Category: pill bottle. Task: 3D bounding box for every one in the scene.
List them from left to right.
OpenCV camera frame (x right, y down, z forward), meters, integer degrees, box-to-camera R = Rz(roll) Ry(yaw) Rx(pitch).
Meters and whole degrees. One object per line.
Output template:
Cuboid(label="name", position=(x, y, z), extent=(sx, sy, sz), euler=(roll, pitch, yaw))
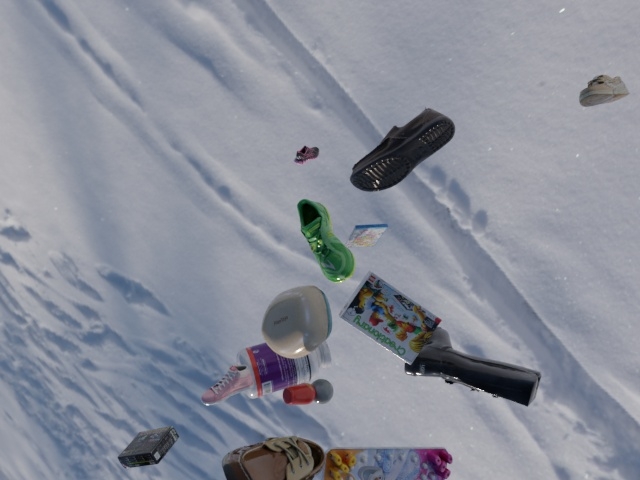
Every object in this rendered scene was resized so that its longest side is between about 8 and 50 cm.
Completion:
Cuboid(label="pill bottle", position=(-0.131, 0.445, 1.996), extent=(0.181, 0.323, 0.181), euler=(167, 90, -72))

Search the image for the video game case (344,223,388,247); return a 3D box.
Cuboid(label="video game case", position=(0.162, -0.016, 1.966), extent=(0.166, 0.119, 0.015), euler=(114, 150, -62))

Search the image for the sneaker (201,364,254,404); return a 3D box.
Cuboid(label="sneaker", position=(-0.226, 0.339, 1.315), extent=(0.051, 0.134, 0.070), euler=(27, 127, 54))

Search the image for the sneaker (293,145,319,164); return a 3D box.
Cuboid(label="sneaker", position=(-0.045, -0.314, 1.944), extent=(0.047, 0.119, 0.057), euler=(29, 134, 28))

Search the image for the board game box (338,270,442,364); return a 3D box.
Cuboid(label="board game box", position=(0.241, 0.267, 1.901), extent=(0.305, 0.193, 0.053), euler=(34, -179, -7))

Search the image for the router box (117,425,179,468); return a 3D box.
Cuboid(label="router box", position=(-0.422, 0.507, 1.344), extent=(0.123, 0.092, 0.038), euler=(-18, 107, 28))

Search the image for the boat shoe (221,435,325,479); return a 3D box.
Cuboid(label="boat shoe", position=(-0.078, 0.427, 1.058), extent=(0.122, 0.120, 0.324), euler=(52, -178, 24))

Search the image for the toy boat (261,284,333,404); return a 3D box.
Cuboid(label="toy boat", position=(-0.047, 0.287, 1.493), extent=(0.268, 0.148, 0.318), euler=(-24, 68, 48))

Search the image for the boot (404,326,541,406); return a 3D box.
Cuboid(label="boot", position=(0.583, 0.453, 2.025), extent=(0.446, 0.367, 0.146), euler=(5, 105, 29))

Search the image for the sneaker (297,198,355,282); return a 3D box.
Cuboid(label="sneaker", position=(0.000, 0.000, 1.577), extent=(0.109, 0.123, 0.295), euler=(-39, 56, 16))

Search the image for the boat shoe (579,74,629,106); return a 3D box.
Cuboid(label="boat shoe", position=(0.615, -0.334, 1.205), extent=(0.063, 0.170, 0.059), euler=(-24, 82, 51))

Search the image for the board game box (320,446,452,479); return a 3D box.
Cuboid(label="board game box", position=(0.172, 0.759, 1.472), extent=(0.050, 0.390, 0.389), euler=(178, 100, -67))

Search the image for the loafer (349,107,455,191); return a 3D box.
Cuboid(label="loafer", position=(0.252, -0.288, 1.747), extent=(0.366, 0.130, 0.134), euler=(-31, 134, 16))
